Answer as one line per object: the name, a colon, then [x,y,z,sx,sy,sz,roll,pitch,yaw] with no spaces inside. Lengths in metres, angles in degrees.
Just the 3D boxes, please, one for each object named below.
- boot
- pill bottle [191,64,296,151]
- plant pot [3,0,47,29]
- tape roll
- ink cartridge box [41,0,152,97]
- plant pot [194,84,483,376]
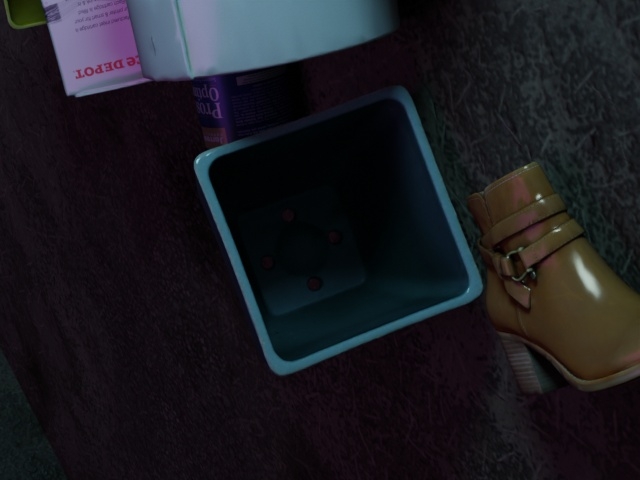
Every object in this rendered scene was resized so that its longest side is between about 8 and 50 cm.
boot: [0.247,0.027,1.224,0.283,0.109,0.220,-22,84,67]
pill bottle: [-0.094,-0.165,1.628,0.122,0.122,0.219,14,119,55]
plant pot: [-0.383,-0.441,1.880,0.187,0.212,0.212,-144,42,-63]
tape roll: [-0.062,-0.248,1.364,0.286,0.286,0.100,14,119,55]
ink cartridge box: [-0.265,-0.346,1.716,0.198,0.115,0.273,-10,101,19]
plant pot: [0.000,0.000,1.470,0.252,0.247,0.247,148,101,-78]
